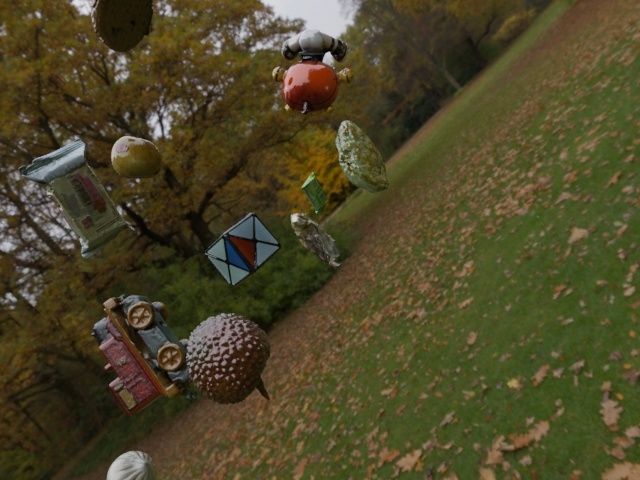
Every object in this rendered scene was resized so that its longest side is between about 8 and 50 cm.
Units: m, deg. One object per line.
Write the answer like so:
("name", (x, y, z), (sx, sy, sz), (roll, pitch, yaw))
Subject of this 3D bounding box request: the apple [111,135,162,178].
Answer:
("apple", (-0.701, -0.316, 1.756), (0.182, 0.155, 0.182), (-4, 2, 0))

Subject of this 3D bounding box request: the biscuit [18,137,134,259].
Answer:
("biscuit", (-0.698, -0.117, 1.342), (0.079, 0.309, 0.186), (12, 42, 43))

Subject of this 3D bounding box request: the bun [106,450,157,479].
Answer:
("bun", (-0.509, 0.644, 1.276), (0.094, 0.138, 0.138), (-46, 2, 20))

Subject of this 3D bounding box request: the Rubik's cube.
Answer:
("Rubik's cube", (-0.391, 0.047, 2.335), (0.246, 0.250, 0.248), (-35, 5, 44))

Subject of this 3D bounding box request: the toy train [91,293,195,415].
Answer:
("toy train", (-0.496, 0.326, 1.303), (0.231, 0.369, 0.163), (-38, -6, -7))

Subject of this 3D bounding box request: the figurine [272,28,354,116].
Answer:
("figurine", (-0.035, -0.618, 1.752), (0.320, 0.323, 0.196), (2, 0, 9))

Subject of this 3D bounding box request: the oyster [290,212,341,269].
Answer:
("oyster", (-0.008, 0.007, 1.773), (0.100, 0.271, 0.275), (-42, -4, 3))

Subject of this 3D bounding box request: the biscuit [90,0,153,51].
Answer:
("biscuit", (-0.713, -0.826, 1.657), (0.296, 0.075, 0.296), (-62, -6, -12))

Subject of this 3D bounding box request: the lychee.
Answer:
("lychee", (-0.167, 0.232, 0.887), (0.165, 0.197, 0.165), (-50, 13, 16))

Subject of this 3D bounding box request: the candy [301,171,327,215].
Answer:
("candy", (-0.023, -0.200, 1.988), (0.032, 0.178, 0.102), (15, 61, 38))

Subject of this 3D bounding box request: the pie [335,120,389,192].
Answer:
("pie", (0.109, -0.241, 1.324), (0.090, 0.201, 0.248), (-35, 34, 28))
